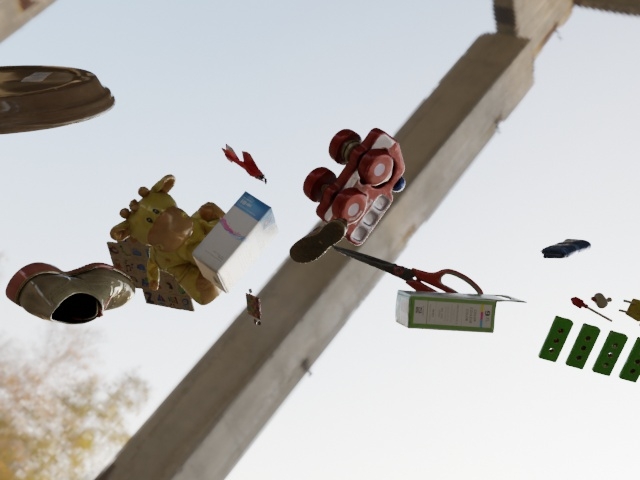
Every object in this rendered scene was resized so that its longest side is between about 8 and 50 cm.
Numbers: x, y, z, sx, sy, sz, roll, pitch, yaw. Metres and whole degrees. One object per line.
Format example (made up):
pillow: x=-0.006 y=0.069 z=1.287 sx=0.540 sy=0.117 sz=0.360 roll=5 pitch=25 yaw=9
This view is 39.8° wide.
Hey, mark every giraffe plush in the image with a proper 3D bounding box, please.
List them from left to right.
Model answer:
giraffe plush: x=-0.237 y=-0.015 z=1.438 sx=0.210 sy=0.181 sz=0.170 roll=5 pitch=-28 yaw=28

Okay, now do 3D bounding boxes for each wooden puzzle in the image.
wooden puzzle: x=-0.146 y=0.143 z=1.929 sx=0.049 sy=0.006 sz=0.083 roll=20 pitch=-60 yaw=50

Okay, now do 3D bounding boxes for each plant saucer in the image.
plant saucer: x=-0.395 y=-0.179 z=1.092 sx=0.278 sy=0.278 sz=0.041 roll=16 pitch=-64 yaw=39

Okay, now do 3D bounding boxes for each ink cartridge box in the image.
ink cartridge box: x=-0.120 y=0.004 z=1.259 sx=0.052 sy=0.122 sz=0.088 roll=32 pitch=-18 yaw=17
ink cartridge box: x=0.247 y=0.127 z=1.572 sx=0.209 sy=0.062 sz=0.109 roll=3 pitch=1 yaw=-8

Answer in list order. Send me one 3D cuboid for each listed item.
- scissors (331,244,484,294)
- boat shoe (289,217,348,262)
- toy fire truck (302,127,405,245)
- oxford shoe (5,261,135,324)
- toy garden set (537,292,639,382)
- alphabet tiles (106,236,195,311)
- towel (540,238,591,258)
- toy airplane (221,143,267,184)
scissors: x=0.169 y=0.057 z=1.676 sx=0.297 sy=0.109 sz=0.021 roll=35 pitch=-7 yaw=8
boat shoe: x=0.000 y=-0.001 z=2.182 sx=0.178 sy=0.060 sz=0.064 roll=-32 pitch=-85 yaw=31
toy fire truck: x=0.118 y=-0.151 z=2.435 sx=0.169 sy=0.302 sz=0.254 roll=38 pitch=5 yaw=40
oxford shoe: x=-0.481 y=0.126 z=1.812 sx=0.130 sy=0.123 sz=0.348 roll=36 pitch=14 yaw=22
toy garden set: x=0.646 y=0.203 z=2.027 sx=0.244 sy=0.049 sz=0.203 roll=15 pitch=-69 yaw=-7
alphabet tiles: x=-0.404 y=0.066 z=2.073 sx=0.237 sy=0.009 sz=0.198 roll=6 pitch=-61 yaw=35
towel: x=0.558 y=0.018 z=2.004 sx=0.067 sy=0.119 sz=0.029 roll=1 pitch=-80 yaw=45
toy airplane: x=-0.184 y=-0.184 z=2.116 sx=0.151 sy=0.028 sz=0.151 roll=41 pitch=-11 yaw=10
